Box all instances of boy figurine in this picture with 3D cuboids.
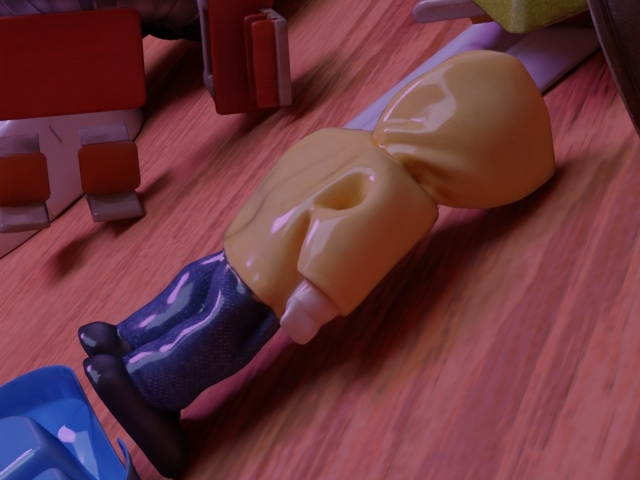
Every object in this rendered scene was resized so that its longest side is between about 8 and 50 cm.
[{"bbox_3d":[0.000,0.000,0.897,0.285,0.092,0.177,-37,19,-2],"label":"boy figurine"}]

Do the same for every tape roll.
[{"bbox_3d":[-0.314,-0.079,1.611,0.286,0.100,0.286,-32,19,12],"label":"tape roll"}]

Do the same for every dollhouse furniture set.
[{"bbox_3d":[-0.163,-0.145,1.305,0.259,0.262,0.135,-7,18,-11],"label":"dollhouse furniture set"}]

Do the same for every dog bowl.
[{"bbox_3d":[-0.155,0.160,0.819,0.166,0.074,0.297,-40,20,-8],"label":"dog bowl"}]

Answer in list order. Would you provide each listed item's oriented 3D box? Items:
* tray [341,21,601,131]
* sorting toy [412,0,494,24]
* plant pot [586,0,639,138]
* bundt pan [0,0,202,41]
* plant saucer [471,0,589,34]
[{"bbox_3d":[0.050,-0.067,1.058,0.270,0.030,0.145,-39,20,-5],"label":"tray"},{"bbox_3d":[0.180,-0.193,1.064,0.193,0.038,0.208,-4,30,30],"label":"sorting toy"},{"bbox_3d":[0.213,-0.114,0.707,0.165,0.167,0.167,-21,24,21],"label":"plant pot"},{"bbox_3d":[-0.197,-0.267,1.629,0.330,0.124,0.331,1,2,0],"label":"bundt pan"},{"bbox_3d":[0.168,-0.201,0.990,0.188,0.045,0.188,-22,25,-3],"label":"plant saucer"}]
